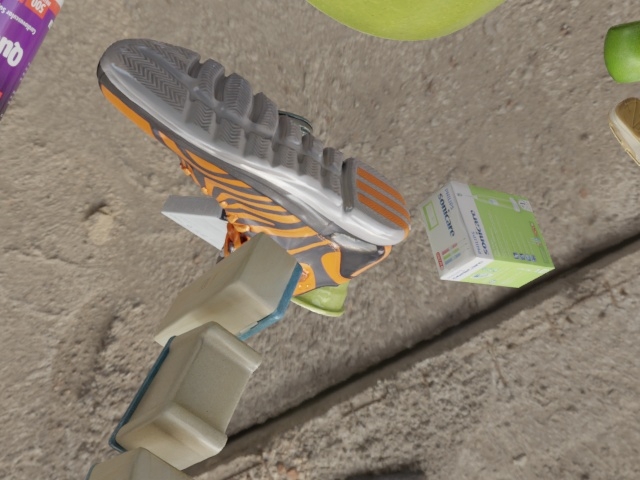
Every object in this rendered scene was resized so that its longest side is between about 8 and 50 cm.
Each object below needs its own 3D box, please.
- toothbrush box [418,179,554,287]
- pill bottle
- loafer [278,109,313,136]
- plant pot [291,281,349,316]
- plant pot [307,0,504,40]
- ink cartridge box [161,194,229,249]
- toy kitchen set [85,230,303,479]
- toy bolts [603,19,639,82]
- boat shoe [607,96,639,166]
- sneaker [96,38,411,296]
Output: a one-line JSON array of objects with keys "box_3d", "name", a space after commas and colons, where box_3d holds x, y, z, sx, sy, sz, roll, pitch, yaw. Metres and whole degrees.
[{"box_3d": [0.401, -0.010, 1.405, 0.283, 0.122, 0.206, 8, 58, -35], "name": "toothbrush box"}, {"box_3d": [-0.531, -0.286, 0.859, 0.181, 0.181, 0.323, 26, 87, -4], "name": "pill bottle"}, {"box_3d": [-0.144, -0.186, 1.074, 0.268, 0.096, 0.084, 2, 53, -12], "name": "loafer"}, {"box_3d": [0.000, 0.000, 1.394, 0.276, 0.276, 0.254, 30, 100, -4], "name": "plant pot"}, {"box_3d": [0.113, -0.274, 0.283, 0.275, 0.293, 0.274, -2, 94, -25], "name": "plant pot"}, {"box_3d": [-0.152, -0.012, 1.103, 0.224, 0.223, 0.045, 10, 71, 40], "name": "ink cartridge box"}, {"box_3d": [-0.050, 0.135, 0.396, 0.166, 0.207, 0.122, 41, 134, -17], "name": "toy kitchen set"}, {"box_3d": [0.452, -0.173, 0.590, 0.228, 0.158, 0.218, -25, 110, 3], "name": "toy bolts"}, {"box_3d": [0.509, -0.146, 0.902, 0.063, 0.059, 0.170, -36, 92, 0], "name": "boat shoe"}, {"box_3d": [-0.085, -0.038, 0.560, 0.321, 0.124, 0.180, 33, 126, -18], "name": "sneaker"}]
